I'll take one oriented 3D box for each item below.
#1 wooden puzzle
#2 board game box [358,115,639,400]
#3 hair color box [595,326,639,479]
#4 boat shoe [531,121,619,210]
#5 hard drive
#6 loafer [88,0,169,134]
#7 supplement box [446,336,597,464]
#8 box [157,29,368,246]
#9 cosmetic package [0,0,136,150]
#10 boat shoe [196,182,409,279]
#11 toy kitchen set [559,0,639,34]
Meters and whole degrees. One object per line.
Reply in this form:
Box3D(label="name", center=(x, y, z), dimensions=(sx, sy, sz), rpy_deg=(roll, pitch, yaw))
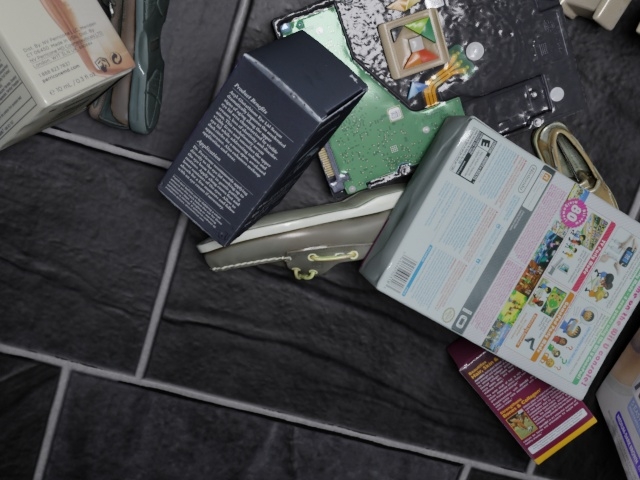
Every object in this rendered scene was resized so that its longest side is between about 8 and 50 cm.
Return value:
Box3D(label="wooden puzzle", center=(0.110, -0.233, 0.960), dimensions=(0.078, 0.014, 0.116), rpy_deg=(-25, 106, 1))
Box3D(label="board game box", center=(0.234, 0.021, 0.980), dimensions=(0.303, 0.097, 0.224), rpy_deg=(30, 92, -14))
Box3D(label="hair color box", center=(0.485, 0.150, 1.015), dimensions=(0.110, 0.185, 0.339), rpy_deg=(15, 123, -9))
Box3D(label="boat shoe", center=(0.339, -0.068, 1.058), dimensions=(0.068, 0.072, 0.190), rpy_deg=(-38, 105, 4))
Box3D(label="hard drive", center=(0.135, -0.217, 1.006), dimensions=(0.339, 0.064, 0.237), rpy_deg=(-21, 105, -1))
Box3D(label="loafer", center=(-0.227, -0.259, 0.948), dimensions=(0.084, 0.096, 0.267), rpy_deg=(9, 107, 5))
Box3D(label="supplement box", center=(0.273, 0.196, 1.113), dimensions=(0.104, 0.081, 0.188), rpy_deg=(-38, 105, 5))
Box3D(label="box", center=(-0.064, -0.117, 0.922), dimensions=(0.108, 0.153, 0.207), rpy_deg=(41, 121, 2))
Box3D(label="cosmetic package", center=(-0.351, -0.267, 0.870), dimensions=(0.129, 0.153, 0.296), rpy_deg=(-39, 104, -40))
Box3D(label="boat shoe", center=(0.001, 0.001, 1.024), dimensions=(0.305, 0.109, 0.091), rpy_deg=(-14, 101, -7))
Box3D(label="toy kitchen set", center=(0.426, -0.294, 1.018), dimensions=(0.207, 0.166, 0.122), rpy_deg=(14, 106, -46))
